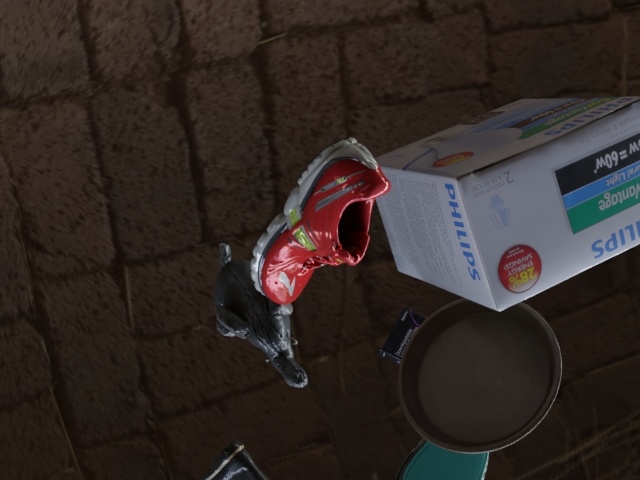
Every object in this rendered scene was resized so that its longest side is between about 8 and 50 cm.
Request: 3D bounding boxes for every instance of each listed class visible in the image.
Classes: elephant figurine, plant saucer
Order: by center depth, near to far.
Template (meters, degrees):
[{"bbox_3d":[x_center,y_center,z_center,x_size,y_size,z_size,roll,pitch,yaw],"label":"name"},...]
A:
[{"bbox_3d":[0.261,0.220,1.448,0.278,0.278,0.041,-53,138,-9],"label":"plant saucer"},{"bbox_3d":[-0.110,0.136,1.622,0.186,0.239,0.169,17,101,-20],"label":"elephant figurine"}]

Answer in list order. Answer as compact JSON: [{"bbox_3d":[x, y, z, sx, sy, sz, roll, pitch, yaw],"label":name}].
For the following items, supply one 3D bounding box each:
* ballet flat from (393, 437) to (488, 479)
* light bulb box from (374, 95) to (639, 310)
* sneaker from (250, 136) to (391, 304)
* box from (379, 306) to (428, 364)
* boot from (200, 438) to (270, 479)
[{"bbox_3d":[0.186,0.564,1.746,0.164,0.182,0.483,32,48,4],"label":"ballet flat"},{"bbox_3d":[0.322,-0.081,1.488,0.357,0.361,0.225,-24,105,-15],"label":"light bulb box"},{"bbox_3d":[0.000,0.000,1.141,0.107,0.279,0.118,-20,59,-44],"label":"sneaker"},{"bbox_3d":[0.215,0.217,1.773,0.162,0.029,0.116,25,58,13],"label":"box"},{"bbox_3d":[-0.180,0.529,1.871,0.137,0.198,0.077,44,45,14],"label":"boot"}]
